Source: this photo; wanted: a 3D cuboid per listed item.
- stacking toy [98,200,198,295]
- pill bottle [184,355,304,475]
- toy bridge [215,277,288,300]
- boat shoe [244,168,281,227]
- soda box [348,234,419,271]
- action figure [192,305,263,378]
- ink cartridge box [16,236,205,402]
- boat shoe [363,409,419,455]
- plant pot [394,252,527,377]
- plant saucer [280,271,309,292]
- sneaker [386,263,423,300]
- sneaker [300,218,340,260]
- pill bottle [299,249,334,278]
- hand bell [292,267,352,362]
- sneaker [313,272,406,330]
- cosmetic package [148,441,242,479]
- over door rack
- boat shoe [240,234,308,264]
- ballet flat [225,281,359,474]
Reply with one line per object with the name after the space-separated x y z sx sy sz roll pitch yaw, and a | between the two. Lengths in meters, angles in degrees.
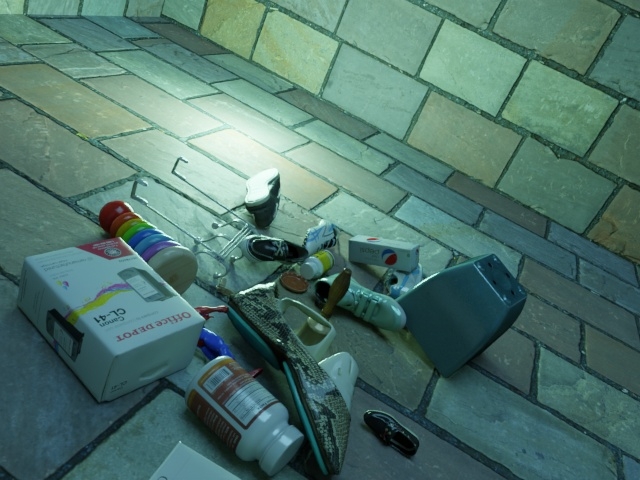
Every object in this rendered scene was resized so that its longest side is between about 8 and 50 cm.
-0.441 0.006 1.418 0.141 0.141 0.330 -8 35 -46 | stacking toy
-0.139 0.324 1.083 0.216 0.121 0.121 37 30 22 | pill bottle
-0.173 0.146 1.475 0.188 0.026 0.063 18 29 -11 | toy bridge
-0.187 -0.144 1.934 0.112 0.095 0.335 -12 24 7 | boat shoe
0.196 0.038 1.822 0.216 0.074 0.069 10 20 31 | soda box
-0.220 0.203 1.268 0.280 0.091 0.139 36 36 20 | action figure
-0.418 0.143 1.172 0.306 0.131 0.226 36 29 24 | ink cartridge box
0.149 0.407 1.244 0.133 0.049 0.042 32 20 5 | boat shoe
0.399 0.173 1.575 0.248 0.252 0.247 -14 64 -50 | plant pot
-0.072 0.117 1.621 0.083 0.013 0.083 20 27 -11 | plant saucer
0.257 0.118 1.805 0.092 0.087 0.229 23 25 -1 | sneaker
0.000 0.000 1.810 0.086 0.085 0.237 24 28 10 | sneaker
-0.011 0.072 1.693 0.065 0.065 0.116 33 28 16 | pill bottle
0.015 0.162 1.360 0.126 0.242 0.126 18 28 -10 | hand bell
0.094 0.175 1.561 0.256 0.094 0.151 29 20 31 | sneaker
-0.111 0.474 0.803 0.365 0.155 0.197 29 29 6 | cosmetic package
-0.339 -0.056 1.582 0.324 0.108 0.239 45 27 -6 | over door rack
-0.123 0.023 1.624 0.219 0.070 0.078 9 73 -49 | boat shoe
-0.034 0.245 1.229 0.182 0.164 0.483 -28 47 -15 | ballet flat
